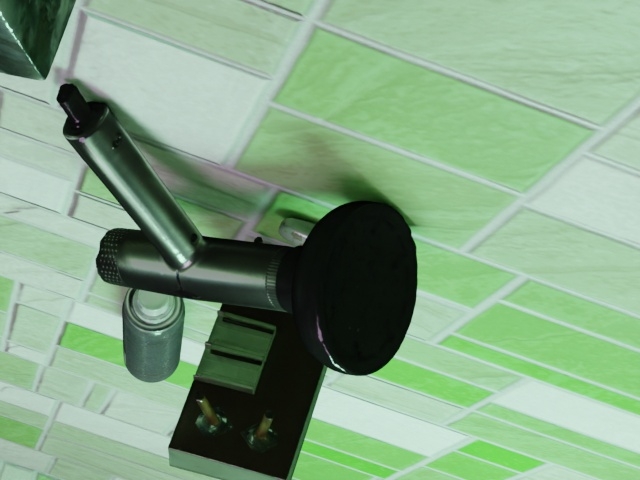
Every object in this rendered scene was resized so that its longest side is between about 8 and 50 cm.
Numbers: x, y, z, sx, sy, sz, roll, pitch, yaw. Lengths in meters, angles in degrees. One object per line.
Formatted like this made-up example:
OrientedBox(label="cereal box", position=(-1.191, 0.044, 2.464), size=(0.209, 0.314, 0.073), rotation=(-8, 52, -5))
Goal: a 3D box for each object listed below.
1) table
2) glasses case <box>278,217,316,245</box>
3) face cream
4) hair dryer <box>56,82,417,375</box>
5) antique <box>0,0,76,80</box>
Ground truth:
OrientedBox(label="table", position=(-0.057, 0.111, 1.644), size=(0.122, 0.240, 0.111), rotation=(14, 147, 7))
OrientedBox(label="glasses case", position=(0.000, 0.000, 1.596), size=(0.083, 0.021, 0.032), rotation=(22, 157, -10))
OrientedBox(label="face cream", position=(-0.200, 0.105, 1.985), size=(0.073, 0.073, 0.283), rotation=(17, 162, -1))
OrientedBox(label="hair dryer", position=(-0.109, -0.002, 1.484), size=(0.320, 0.155, 0.284), rotation=(10, 163, 27))
OrientedBox(label="antique", position=(-0.238, -0.188, 1.169), size=(0.086, 0.088, 0.183), rotation=(13, 162, 13))
